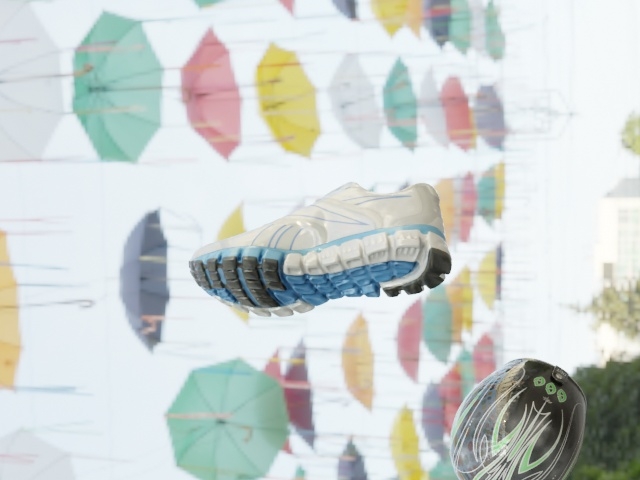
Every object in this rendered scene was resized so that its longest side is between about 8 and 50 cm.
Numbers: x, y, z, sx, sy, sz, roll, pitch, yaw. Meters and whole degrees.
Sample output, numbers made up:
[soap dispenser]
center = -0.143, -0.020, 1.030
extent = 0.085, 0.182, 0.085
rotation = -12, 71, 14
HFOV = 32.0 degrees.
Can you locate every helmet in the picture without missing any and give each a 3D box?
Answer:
[helmet]
center = 0.237, 0.241, 1.358
extent = 0.161, 0.169, 0.169
rotation = -49, -44, -37

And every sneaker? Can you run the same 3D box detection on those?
[sneaker]
center = 0.000, 0.000, 0.788
extent = 0.071, 0.191, 0.083
rotation = 65, -156, -49
